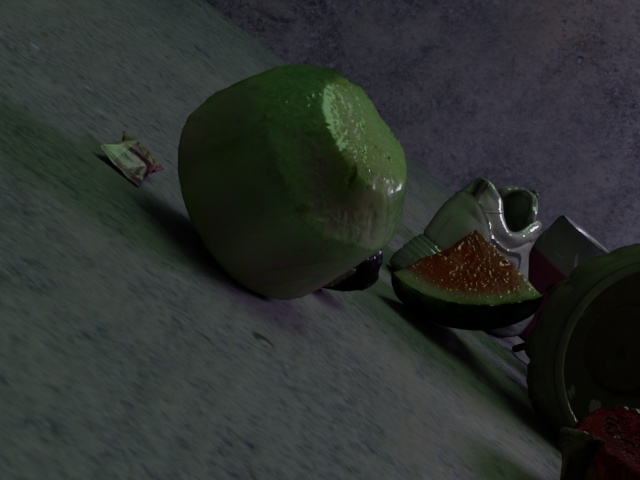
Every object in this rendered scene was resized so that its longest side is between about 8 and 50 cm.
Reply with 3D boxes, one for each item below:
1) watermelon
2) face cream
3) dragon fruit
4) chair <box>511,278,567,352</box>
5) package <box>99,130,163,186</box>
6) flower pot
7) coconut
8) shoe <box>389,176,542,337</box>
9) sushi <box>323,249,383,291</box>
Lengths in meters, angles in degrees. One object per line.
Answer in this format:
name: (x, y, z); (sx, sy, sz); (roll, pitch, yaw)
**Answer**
watermelon: (0.175, 0.073, 1.853); (0.193, 0.145, 0.137); (-7, -72, 64)
face cream: (0.404, 0.080, 2.386); (0.175, 0.195, 0.175); (38, 9, -7)
dragon fruit: (0.346, 0.277, 1.487); (0.205, 0.152, 0.317); (23, 15, 31)
chair: (0.419, 0.127, 2.069); (0.154, 0.141, 0.260); (36, -22, -9)
package: (-0.195, -0.086, 1.487); (0.059, 0.029, 0.083); (45, 20, -3)
flower pot: (0.408, 0.149, 1.853); (0.307, 0.307, 0.244); (37, 1, -6)
coconut: (-0.033, -0.052, 1.418); (0.236, 0.236, 0.205); (27, 49, -49)
shoe: (0.267, 0.018, 2.133); (0.132, 0.210, 0.342); (45, 11, 36)
sushi: (0.000, 0.000, 1.618); (0.150, 0.090, 0.078); (42, 7, 29)
